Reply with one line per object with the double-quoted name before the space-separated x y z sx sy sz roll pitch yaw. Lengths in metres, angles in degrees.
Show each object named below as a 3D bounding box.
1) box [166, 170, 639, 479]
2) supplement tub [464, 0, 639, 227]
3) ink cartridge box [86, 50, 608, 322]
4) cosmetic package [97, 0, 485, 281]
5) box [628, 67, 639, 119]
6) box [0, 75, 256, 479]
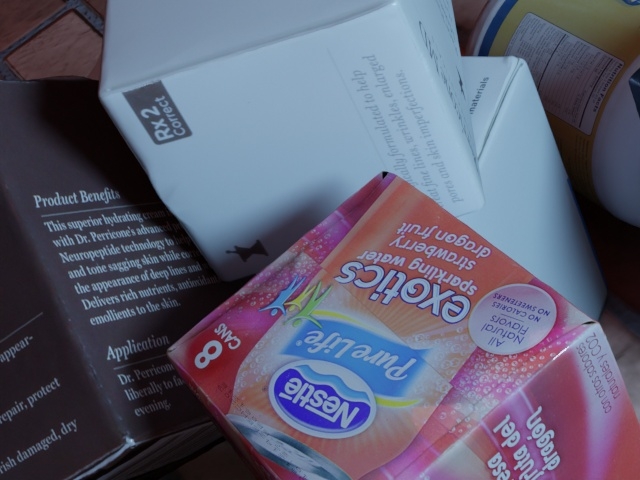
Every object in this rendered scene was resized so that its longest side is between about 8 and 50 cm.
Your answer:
"box" 0.072 0.133 0.704 0.142 0.300 0.154 -39 45 -9
"supplement tub" 0.206 -0.096 0.956 0.144 0.144 0.200 -40 44 -10
"ink cartridge box" 0.000 0.000 0.920 0.307 0.223 0.129 5 54 32
"cosmetic package" -0.014 -0.106 0.752 0.151 0.151 0.183 -17 47 13
"box" 0.278 -0.019 0.802 0.108 0.207 0.153 -37 45 -8
"box" -0.147 0.040 0.776 0.167 0.168 0.203 -34 77 29
